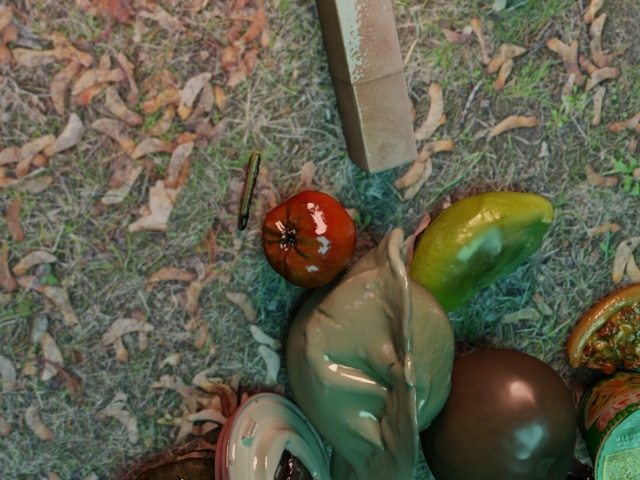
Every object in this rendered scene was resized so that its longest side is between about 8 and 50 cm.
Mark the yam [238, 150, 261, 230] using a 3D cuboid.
[{"bbox_3d":[-0.092,-0.063,1.448,0.014,0.014,0.107,7,106,-23],"label":"yam"}]

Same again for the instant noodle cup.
[{"bbox_3d":[0.477,0.290,1.647,0.207,0.232,0.207,0,102,0],"label":"instant noodle cup"}]

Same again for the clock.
[{"bbox_3d":[-0.052,0.322,1.493,0.056,0.244,0.244,-20,121,28],"label":"clock"}]

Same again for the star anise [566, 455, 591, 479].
[{"bbox_3d":[0.378,0.425,1.682,0.129,0.212,0.282,-31,118,-4],"label":"star anise"}]

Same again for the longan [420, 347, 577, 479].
[{"bbox_3d":[0.253,0.267,1.563,0.248,0.248,0.248,-7,111,-18],"label":"longan"}]

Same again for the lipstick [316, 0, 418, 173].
[{"bbox_3d":[0.046,-0.270,1.391,0.076,0.080,0.371,-19,114,-15],"label":"lipstick"}]

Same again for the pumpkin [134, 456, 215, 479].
[{"bbox_3d":[-0.173,0.399,1.498,0.224,0.157,0.223,-1,95,-18],"label":"pumpkin"}]

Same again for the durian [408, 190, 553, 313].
[{"bbox_3d":[0.209,0.018,1.541,0.250,0.101,0.139,-36,117,-4],"label":"durian"}]

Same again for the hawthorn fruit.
[{"bbox_3d":[-0.005,0.001,1.445,0.140,0.125,0.125,22,99,-24],"label":"hawthorn fruit"}]

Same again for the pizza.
[{"bbox_3d":[0.459,0.145,1.712,0.134,0.046,0.175,40,91,-27],"label":"pizza"}]

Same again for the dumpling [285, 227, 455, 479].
[{"bbox_3d":[0.085,0.161,1.470,0.212,0.270,0.320,-37,114,-34],"label":"dumpling"}]

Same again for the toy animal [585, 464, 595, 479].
[{"bbox_3d":[0.481,0.423,1.805,0.202,0.105,0.070,41,50,-33],"label":"toy animal"}]
